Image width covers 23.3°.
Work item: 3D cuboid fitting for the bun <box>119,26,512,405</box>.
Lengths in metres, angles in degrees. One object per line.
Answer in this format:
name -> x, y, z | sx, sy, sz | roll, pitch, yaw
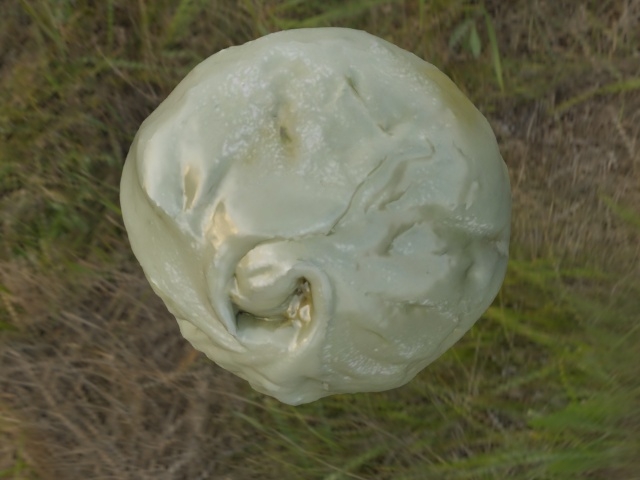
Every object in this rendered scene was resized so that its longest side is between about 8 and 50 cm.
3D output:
bun -> 0.000, 0.000, 0.679 | 0.183, 0.102, 0.183 | 1, 124, 1
